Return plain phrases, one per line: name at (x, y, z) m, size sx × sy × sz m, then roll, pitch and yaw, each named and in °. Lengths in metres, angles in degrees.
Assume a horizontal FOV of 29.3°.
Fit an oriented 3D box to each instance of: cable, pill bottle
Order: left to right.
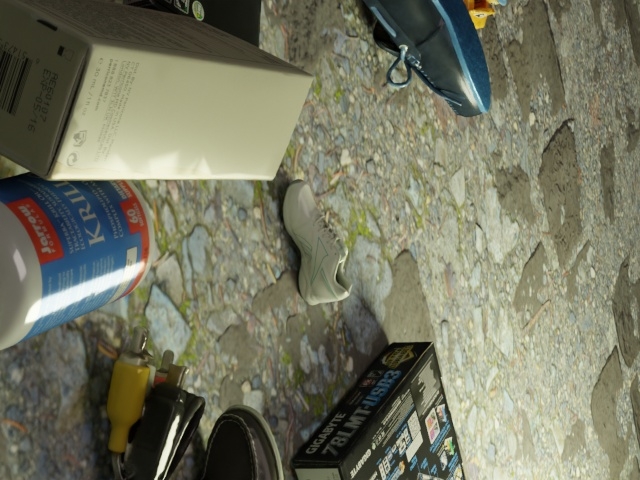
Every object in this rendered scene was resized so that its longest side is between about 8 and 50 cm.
pill bottle at (-0.237, 0.015, 0.933) m, size 0.221 × 0.124 × 0.124 m, roll -27°, pitch 110°, yaw -59°
cable at (-0.179, 0.224, 1.110) m, size 0.139 × 0.072 × 0.287 m, roll 55°, pitch 52°, yaw -67°

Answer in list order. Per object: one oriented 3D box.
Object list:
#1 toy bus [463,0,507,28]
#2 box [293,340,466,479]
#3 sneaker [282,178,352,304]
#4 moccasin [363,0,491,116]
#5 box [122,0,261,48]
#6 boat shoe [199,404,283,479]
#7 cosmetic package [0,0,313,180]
toy bus at (0.232, -0.400, 1.708) m, size 0.149 × 0.211 × 0.220 m, roll -18°, pitch 104°, yaw -61°
box at (0.094, 0.320, 1.525) m, size 0.295 × 0.073 × 0.293 m, roll -44°, pitch 125°, yaw -53°
sneaker at (0.000, 0.000, 1.411) m, size 0.054 × 0.061 × 0.152 m, roll -37°, pitch 117°, yaw -53°
moccasin at (0.120, -0.296, 1.604) m, size 0.342 × 0.117 × 0.137 m, roll 56°, pitch 29°, yaw -34°
box at (-0.123, -0.289, 1.243) m, size 0.184 × 0.045 × 0.190 m, roll 23°, pitch 66°, yaw -54°
boat shoe at (-0.086, 0.279, 1.208) m, size 0.069 × 0.081 × 0.227 m, roll -2°, pitch 91°, yaw -64°
cosmetic package at (-0.160, -0.128, 1.023) m, size 0.309 × 0.160 × 0.113 m, roll -2°, pitch 118°, yaw -60°
